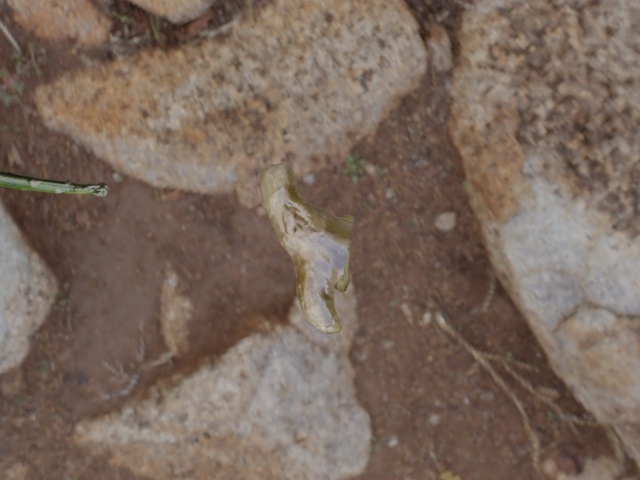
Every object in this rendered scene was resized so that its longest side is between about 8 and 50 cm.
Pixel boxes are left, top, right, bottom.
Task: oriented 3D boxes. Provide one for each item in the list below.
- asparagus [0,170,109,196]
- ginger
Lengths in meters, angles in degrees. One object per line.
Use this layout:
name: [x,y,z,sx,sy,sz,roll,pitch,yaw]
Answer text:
asparagus: [-0.261,-0.054,1.193,0.127,0.018,0.015,8,147,12]
ginger: [0.001,0.000,0.667,0.048,0.097,0.030,-14,170,-38]
